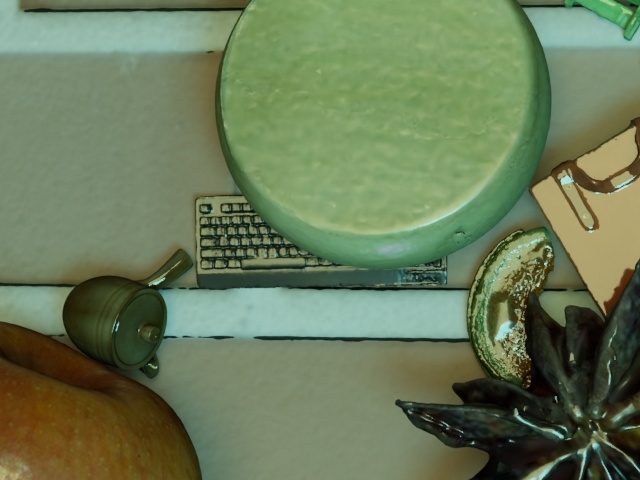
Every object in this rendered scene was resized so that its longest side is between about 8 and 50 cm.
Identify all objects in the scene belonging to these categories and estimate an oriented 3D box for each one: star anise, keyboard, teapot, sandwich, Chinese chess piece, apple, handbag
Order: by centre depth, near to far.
[{"bbox_3d":[0.194,0.132,1.396,0.282,0.129,0.212,-38,82,14],"label":"star anise"},{"bbox_3d":[-0.219,0.174,1.416,0.272,0.251,0.206,24,88,23],"label":"apple"},{"bbox_3d":[0.252,0.008,1.463,0.127,0.063,0.190,-30,83,4],"label":"handbag"},{"bbox_3d":[0.046,-0.103,1.474,0.250,0.101,0.250,-2,77,7],"label":"Chinese chess piece"},{"bbox_3d":[0.143,0.058,1.487,0.067,0.029,0.135,-1,84,9],"label":"sandwich"},{"bbox_3d":[0.000,0.000,1.522,0.196,0.015,0.074,-1,84,8],"label":"keyboard"},{"bbox_3d":[-0.141,0.052,1.524,0.080,0.085,0.110,18,56,32],"label":"teapot"}]

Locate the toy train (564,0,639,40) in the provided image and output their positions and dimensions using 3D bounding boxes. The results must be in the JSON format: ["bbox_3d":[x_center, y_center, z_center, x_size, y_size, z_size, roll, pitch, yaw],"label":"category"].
[{"bbox_3d":[0.245,-0.236,1.485,0.099,0.081,0.149,30,83,11],"label":"toy train"}]
